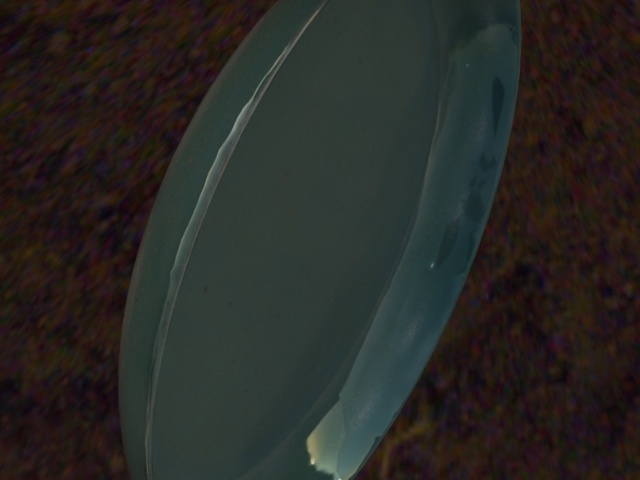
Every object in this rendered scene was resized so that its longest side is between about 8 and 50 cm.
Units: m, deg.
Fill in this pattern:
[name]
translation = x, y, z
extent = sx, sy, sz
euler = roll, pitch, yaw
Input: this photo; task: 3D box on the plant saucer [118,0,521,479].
[plant saucer]
translation = 0.000, 0.000, 0.831
extent = 0.043, 0.317, 0.318
euler = 23, 106, 24
